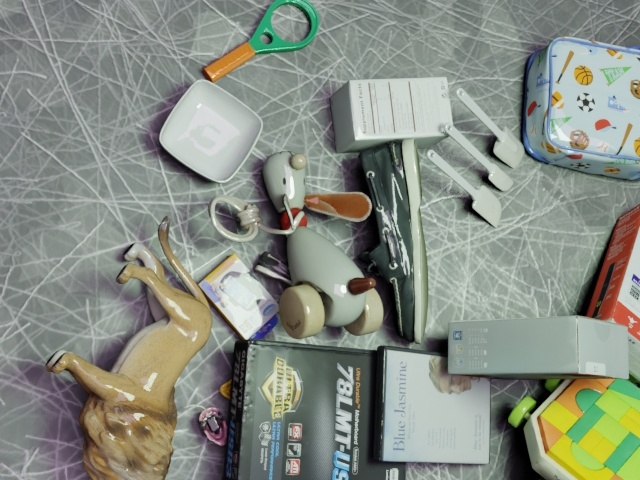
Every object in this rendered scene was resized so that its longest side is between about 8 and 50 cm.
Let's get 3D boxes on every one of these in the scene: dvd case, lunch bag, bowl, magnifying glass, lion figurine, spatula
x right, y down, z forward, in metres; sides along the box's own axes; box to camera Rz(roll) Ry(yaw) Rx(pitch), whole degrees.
[{"bbox_3d":[0.188,0.272,1.687,0.253,0.022,0.180,11,77,-37],"label":"dvd case"},{"bbox_3d":[0.523,-0.245,1.880,0.303,0.115,0.243,8,76,-15],"label":"lunch bag"},{"bbox_3d":[-0.181,-0.171,1.678,0.142,0.053,0.142,34,72,-9],"label":"bowl"},{"bbox_3d":[-0.100,-0.336,1.748,0.231,0.026,0.092,-36,93,-21],"label":"magnifying glass"},{"bbox_3d":[-0.255,0.178,1.554,0.240,0.142,0.392,39,68,-15],"label":"lion figurine"},{"bbox_3d":[0.271,-0.148,1.773,0.242,0.019,0.168,36,75,-42],"label":"spatula"}]

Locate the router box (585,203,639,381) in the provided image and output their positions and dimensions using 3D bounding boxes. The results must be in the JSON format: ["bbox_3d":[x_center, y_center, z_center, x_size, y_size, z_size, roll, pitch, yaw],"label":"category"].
[{"bbox_3d":[0.640,0.138,1.815,0.335,0.082,0.301,36,52,-9],"label":"router box"}]

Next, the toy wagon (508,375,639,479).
[{"bbox_3d":[0.490,0.312,1.731,0.267,0.068,0.344,38,47,21],"label":"toy wagon"}]

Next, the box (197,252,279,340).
[{"bbox_3d":[-0.127,0.097,1.663,0.081,0.028,0.136,-42,93,-19],"label":"box"}]

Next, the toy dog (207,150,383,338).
[{"bbox_3d":[0.000,0.000,1.614,0.220,0.161,0.334,-31,85,-43],"label":"toy dog"}]

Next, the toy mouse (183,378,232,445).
[{"bbox_3d":[-0.135,0.290,1.626,0.161,0.031,0.143,-2,81,-18],"label":"toy mouse"}]

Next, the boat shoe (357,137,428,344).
[{"bbox_3d":[0.116,0.004,1.710,0.113,0.127,0.340,-3,99,10],"label":"boat shoe"}]

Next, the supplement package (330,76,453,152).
[{"bbox_3d":[0.120,-0.212,1.751,0.179,0.105,0.105,-5,84,-17],"label":"supplement package"}]

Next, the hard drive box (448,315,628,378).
[{"bbox_3d":[0.349,0.176,1.660,0.181,0.232,0.089,13,75,-48],"label":"hard drive box"}]

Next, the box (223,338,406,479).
[{"bbox_3d":[-0.002,0.313,1.623,0.293,0.073,0.296,8,79,-24],"label":"box"}]

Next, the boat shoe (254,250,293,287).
[{"bbox_3d":[-0.045,0.058,1.687,0.125,0.046,0.038,25,79,-3],"label":"boat shoe"}]
